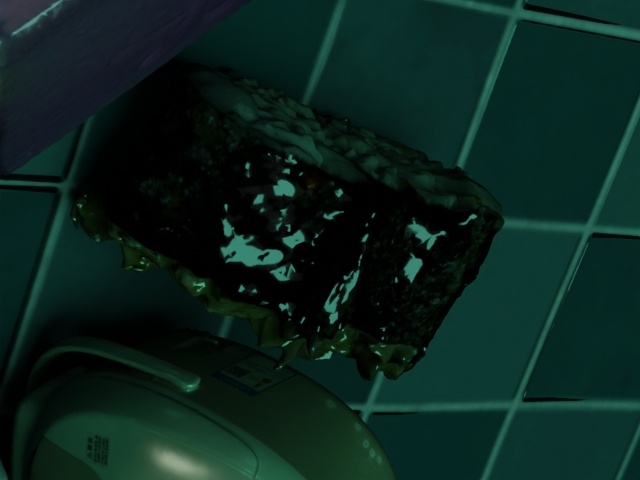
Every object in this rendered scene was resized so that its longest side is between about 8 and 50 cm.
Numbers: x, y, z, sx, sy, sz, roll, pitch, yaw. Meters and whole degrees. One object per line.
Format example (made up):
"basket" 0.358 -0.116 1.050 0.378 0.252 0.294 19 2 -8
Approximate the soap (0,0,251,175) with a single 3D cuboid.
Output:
"soap" -0.054 -0.146 0.805 0.259 0.081 0.181 -37 175 -15

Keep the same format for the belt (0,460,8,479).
"belt" -0.200 0.175 0.792 0.173 0.300 0.436 -31 131 -20

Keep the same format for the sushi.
"sushi" 0.000 0.000 0.954 0.212 0.147 0.115 17 104 -48

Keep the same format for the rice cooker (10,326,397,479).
"rice cooker" -0.057 0.124 0.953 0.127 0.206 0.145 -26 131 -45
